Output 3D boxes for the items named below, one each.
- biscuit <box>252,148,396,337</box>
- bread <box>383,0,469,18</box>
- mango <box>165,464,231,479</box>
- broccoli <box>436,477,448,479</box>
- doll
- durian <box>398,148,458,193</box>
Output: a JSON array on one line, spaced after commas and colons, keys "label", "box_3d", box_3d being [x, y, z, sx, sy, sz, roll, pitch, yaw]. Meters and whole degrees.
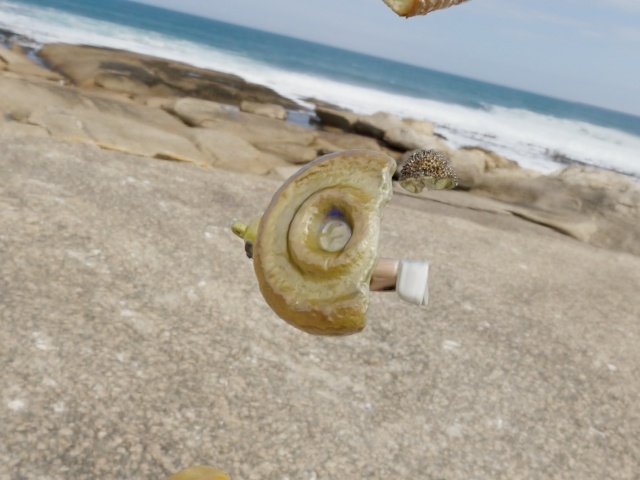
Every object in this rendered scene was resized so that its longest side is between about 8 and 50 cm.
[{"label": "biscuit", "box_3d": [-0.001, -0.001, 0.841, 0.213, 0.274, 0.091, -7, -25, 28]}, {"label": "bread", "box_3d": [0.188, -0.401, 0.786, 0.114, 0.185, 0.275, 45, 42, 4]}, {"label": "mango", "box_3d": [-0.191, 0.399, 0.893, 0.112, 0.219, 0.145, 38, 50, -3]}, {"label": "broccoli", "box_3d": [0.321, 0.587, 1.164, 0.249, 0.302, 0.375, -10, -3, -14]}, {"label": "doll", "box_3d": [0.047, 0.056, 1.303, 0.423, 0.161, 0.348, 2, -27, 37]}, {"label": "durian", "box_3d": [0.184, -0.128, 1.075, 0.110, 0.071, 0.140, -7, -8, 23]}]
